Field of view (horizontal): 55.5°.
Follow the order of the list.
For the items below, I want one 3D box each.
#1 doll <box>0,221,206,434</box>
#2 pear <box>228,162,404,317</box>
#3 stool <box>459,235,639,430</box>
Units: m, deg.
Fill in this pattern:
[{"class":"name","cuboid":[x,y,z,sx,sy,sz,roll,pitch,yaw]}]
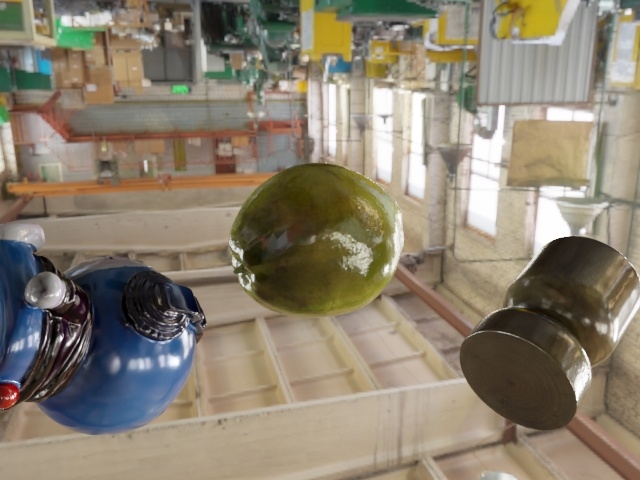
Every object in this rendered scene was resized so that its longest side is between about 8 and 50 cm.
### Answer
[{"class":"doll","cuboid":[-0.301,0.127,0.778,0.284,0.240,0.310,-31,155,20]},{"class":"pear","cuboid":[0.000,0.000,1.035,0.321,0.269,0.269,-17,-158,-25]},{"class":"stool","cuboid":[0.355,0.132,0.929,0.179,0.179,0.264,14,-140,40]}]
